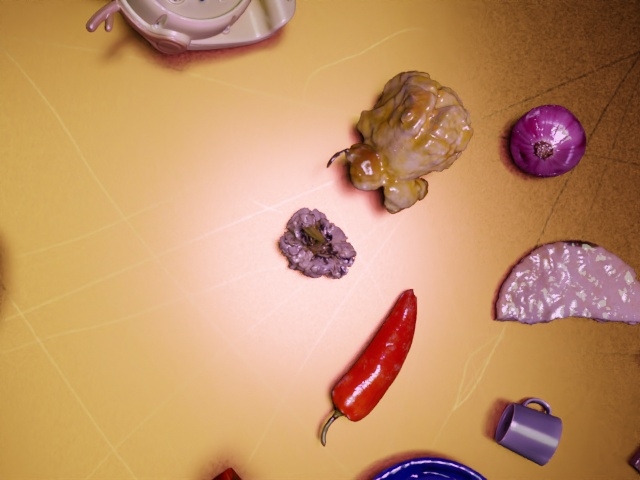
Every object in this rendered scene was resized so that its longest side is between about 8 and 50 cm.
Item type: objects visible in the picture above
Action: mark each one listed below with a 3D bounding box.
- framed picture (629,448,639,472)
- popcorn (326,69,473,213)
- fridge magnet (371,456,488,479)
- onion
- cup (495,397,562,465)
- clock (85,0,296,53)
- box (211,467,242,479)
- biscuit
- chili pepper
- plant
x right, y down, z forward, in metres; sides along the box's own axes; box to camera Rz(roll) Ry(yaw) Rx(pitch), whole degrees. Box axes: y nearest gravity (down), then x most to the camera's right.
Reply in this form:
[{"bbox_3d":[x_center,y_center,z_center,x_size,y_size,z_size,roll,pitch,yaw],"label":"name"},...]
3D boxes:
[{"bbox_3d":[0.587,0.329,1.574,0.128,0.023,0.168,42,83,-3],"label":"framed picture"},{"bbox_3d":[0.122,-0.154,1.475,0.195,0.173,0.168,-46,55,18],"label":"popcorn"},{"bbox_3d":[0.164,0.447,1.445,0.265,0.113,0.266,1,69,-4],"label":"fridge magnet"},{"bbox_3d":[0.348,-0.154,1.532,0.115,0.104,0.115,10,125,15],"label":"onion"},{"bbox_3d":[0.318,0.282,1.521,0.077,0.078,0.100,24,51,-2],"label":"cup"},{"bbox_3d":[-0.199,-0.385,1.424,0.308,0.096,0.235,-18,92,-26],"label":"clock"},{"bbox_3d":[-0.056,0.477,1.395,0.089,0.197,0.313,-38,93,-8],"label":"box"},{"bbox_3d":[0.395,0.066,1.555,0.250,0.032,0.133,1,88,-7],"label":"biscuit"},{"bbox_3d":[0.080,0.193,1.497,0.071,0.063,0.272,38,81,-17],"label":"chili pepper"},{"bbox_3d":[0.000,0.000,1.466,0.116,0.122,0.104,19,74,1],"label":"plant"}]
